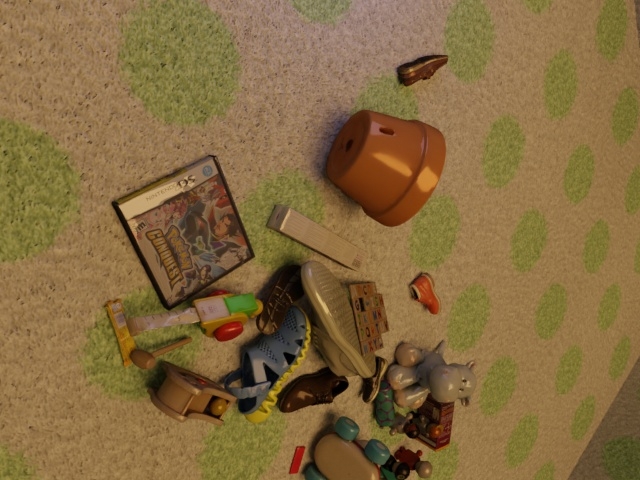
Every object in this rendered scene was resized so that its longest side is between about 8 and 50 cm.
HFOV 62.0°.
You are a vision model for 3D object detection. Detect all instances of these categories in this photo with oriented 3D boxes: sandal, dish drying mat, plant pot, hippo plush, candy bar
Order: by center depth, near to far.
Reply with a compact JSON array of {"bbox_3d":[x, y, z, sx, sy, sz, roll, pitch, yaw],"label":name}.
[{"bbox_3d":[-0.430,0.201,1.161,0.040,0.018,0.161,-26,116,-36],"label":"candy bar"},{"bbox_3d":[-0.138,0.307,1.366,0.138,0.126,0.317,35,77,-36],"label":"sandal"},{"bbox_3d":[-0.105,0.151,1.382,0.090,0.060,0.219,44,57,-23],"label":"sandal"},{"bbox_3d":[0.152,-0.204,1.386,0.204,0.291,0.290,23,86,-25],"label":"plant pot"},{"bbox_3d":[-0.069,0.651,1.581,0.032,0.008,0.083,15,92,-40],"label":"dish drying mat"},{"bbox_3d":[0.387,0.478,1.761,0.294,0.237,0.234,9,95,-40],"label":"hippo plush"}]

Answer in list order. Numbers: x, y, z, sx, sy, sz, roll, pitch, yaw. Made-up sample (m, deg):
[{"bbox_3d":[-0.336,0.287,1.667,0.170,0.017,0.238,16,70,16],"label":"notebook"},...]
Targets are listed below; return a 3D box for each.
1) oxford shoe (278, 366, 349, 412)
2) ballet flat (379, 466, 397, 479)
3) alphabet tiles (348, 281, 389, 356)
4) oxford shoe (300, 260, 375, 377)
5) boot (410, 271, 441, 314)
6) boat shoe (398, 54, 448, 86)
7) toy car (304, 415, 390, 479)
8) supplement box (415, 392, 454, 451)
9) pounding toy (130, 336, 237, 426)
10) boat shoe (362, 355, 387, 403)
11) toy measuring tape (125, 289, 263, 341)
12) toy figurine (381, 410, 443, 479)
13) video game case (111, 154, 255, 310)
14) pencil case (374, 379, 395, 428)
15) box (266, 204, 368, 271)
[{"bbox_3d":[-0.014,0.431,1.513,0.227,0.096,0.082,-20,115,-33],"label":"oxford shoe"},{"bbox_3d":[0.192,0.811,1.802,0.087,0.083,0.247,-45,129,9],"label":"ballet flat"},{"bbox_3d":[0.150,0.222,1.560,0.237,0.009,0.198,4,74,-64],"label":"alphabet tiles"},{"bbox_3d":[0.028,0.235,1.448,0.169,0.130,0.449,-81,152,-45],"label":"oxford shoe"},{"bbox_3d":[0.348,0.193,1.779,0.085,0.059,0.157,-34,112,-25],"label":"boot"},{"bbox_3d":[0.302,-0.501,1.560,0.178,0.064,0.060,-27,123,-24],"label":"boat shoe"},{"bbox_3d":[0.105,0.669,1.648,0.219,0.210,0.238,-59,160,5],"label":"toy car"},{"bbox_3d":[0.408,0.638,1.907,0.081,0.104,0.188,-5,105,-39],"label":"supplement box"},{"bbox_3d":[-0.289,0.318,1.210,0.269,0.154,0.154,39,76,-44],"label":"pounding toy"},{"bbox_3d":[0.162,0.439,1.691,0.049,0.056,0.152,36,69,-34],"label":"boat shoe"},{"bbox_3d":[-0.281,0.186,1.219,0.330,0.121,0.121,-8,106,-36],"label":"toy measuring tape"},{"bbox_3d":[0.300,0.690,1.802,0.213,0.148,0.209,23,86,-40],"label":"toy figurine"},{"bbox_3d":[-0.295,-0.019,1.205,0.248,0.035,0.274,-33,120,-29],"label":"video game case"},{"bbox_3d":[0.205,0.533,1.738,0.064,0.070,0.151,-48,134,-63],"label":"pencil case"},{"bbox_3d":[0.000,0.000,1.434,0.324,0.063,0.067,28,82,-40],"label":"box"}]
